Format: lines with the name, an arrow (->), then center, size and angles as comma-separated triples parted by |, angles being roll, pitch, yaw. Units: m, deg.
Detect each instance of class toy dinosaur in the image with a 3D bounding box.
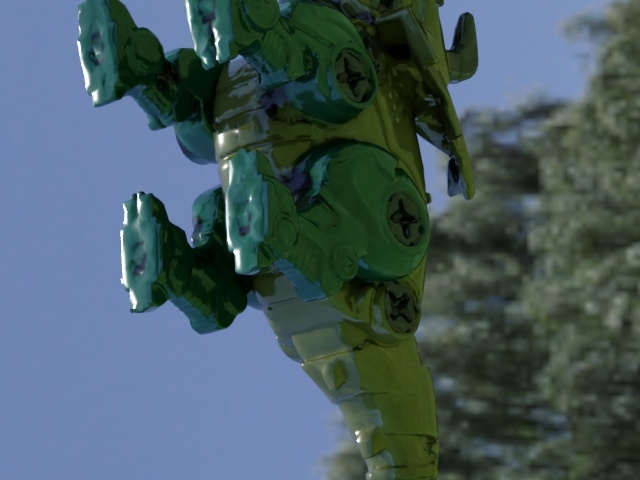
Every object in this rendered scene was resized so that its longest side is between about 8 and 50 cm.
toy dinosaur -> 0.000, 0.000, 0.630 | 0.153, 0.094, 0.259 | 10, -110, -43
